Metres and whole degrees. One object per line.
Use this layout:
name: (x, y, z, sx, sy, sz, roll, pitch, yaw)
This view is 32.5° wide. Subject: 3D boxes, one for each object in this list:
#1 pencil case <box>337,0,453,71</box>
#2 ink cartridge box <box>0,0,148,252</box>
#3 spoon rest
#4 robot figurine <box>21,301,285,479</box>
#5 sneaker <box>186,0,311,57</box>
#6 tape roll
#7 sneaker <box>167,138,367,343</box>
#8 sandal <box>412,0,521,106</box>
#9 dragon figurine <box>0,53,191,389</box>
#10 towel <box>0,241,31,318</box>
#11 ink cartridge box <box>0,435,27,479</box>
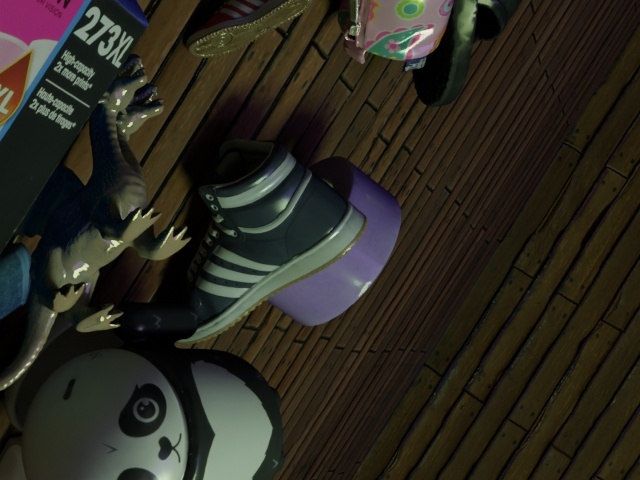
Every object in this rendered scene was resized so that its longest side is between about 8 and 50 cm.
pencil case: (0.085, -0.306, 1.103, 0.124, 0.124, 0.284, -46, 160, -31)
ink cartridge box: (-0.224, -0.102, 0.731, 0.370, 0.069, 0.176, -60, 162, -1)
spoon rest: (-0.216, 0.129, 1.099, 0.137, 0.084, 0.276, -59, 163, 5)
robot figurine: (-0.143, 0.184, 1.023, 0.173, 0.209, 0.278, -49, 152, 17)
sneaker: (-0.074, -0.214, 0.982, 0.119, 0.067, 0.042, -26, 162, 0)
tape roll: (0.000, 0.000, 1.283, 0.189, 0.080, 0.189, -41, -152, 27)
sneaker: (-0.103, -0.003, 1.167, 0.282, 0.153, 0.099, -31, -154, 30)
sandal: (0.179, -0.319, 1.220, 0.107, 0.167, 0.445, -5, 142, -11)
dragon figurine: (-0.203, -0.007, 0.868, 0.289, 0.144, 0.085, -50, 148, 5)
towel: (-0.281, 0.051, 0.883, 0.119, 0.029, 0.067, -38, 153, -46)
ink cartridge box: (-0.233, 0.275, 1.176, 0.092, 0.160, 0.219, -60, 161, 9)
